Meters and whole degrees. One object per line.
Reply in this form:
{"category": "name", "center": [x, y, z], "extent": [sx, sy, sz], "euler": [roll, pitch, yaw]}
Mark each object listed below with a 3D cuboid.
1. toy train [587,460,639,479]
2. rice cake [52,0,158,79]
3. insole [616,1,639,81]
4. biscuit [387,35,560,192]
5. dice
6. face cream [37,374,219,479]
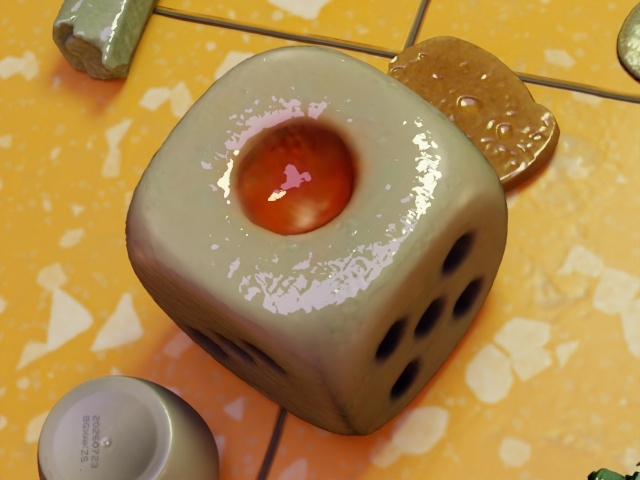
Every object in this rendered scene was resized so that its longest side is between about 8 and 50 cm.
{"category": "toy train", "center": [0.235, 0.217, 0.951], "extent": [0.198, 0.107, 0.154], "euler": [22, 78, 20]}
{"category": "rice cake", "center": [-0.150, -0.218, 1.257], "extent": [0.063, 0.069, 0.206], "euler": [14, 71, 15]}
{"category": "insole", "center": [0.373, -0.094, 1.123], "extent": [0.348, 0.009, 0.119], "euler": [27, 73, 21]}
{"category": "biscuit", "center": [0.098, -0.086, 1.167], "extent": [0.118, 0.023, 0.140], "euler": [-33, 64, -6]}
{"category": "dice", "center": [0.000, 0.000, 1.051], "extent": [0.193, 0.192, 0.194], "euler": [31, 75, 21]}
{"category": "face cream", "center": [-0.127, 0.149, 1.051], "extent": [0.117, 0.104, 0.117], "euler": [-4, 65, 8]}
